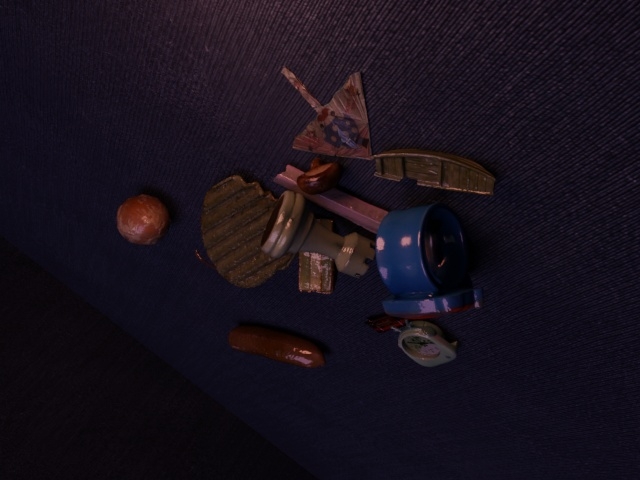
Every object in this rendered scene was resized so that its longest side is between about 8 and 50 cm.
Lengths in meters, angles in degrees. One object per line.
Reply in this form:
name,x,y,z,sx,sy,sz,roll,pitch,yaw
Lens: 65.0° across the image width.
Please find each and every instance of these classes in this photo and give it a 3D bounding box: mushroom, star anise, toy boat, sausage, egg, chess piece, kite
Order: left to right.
egg,-0.657,-0.076,1.872,0.233,0.195,0.194,-2,130,54
star anise,-0.332,0.080,1.799,0.228,0.218,0.148,-13,136,-7
sausage,-0.200,0.447,2.133,0.502,0.123,0.136,5,135,33
mushroom,-0.004,-0.169,1.319,0.127,0.127,0.087,-11,111,44
chess piece,0.000,0.000,1.418,0.299,0.194,0.194,24,145,-13
kite,0.015,-0.305,1.252,0.314,0.011,0.335,43,142,-10
toy boat,0.267,-0.163,1.175,0.293,0.055,0.093,15,137,26

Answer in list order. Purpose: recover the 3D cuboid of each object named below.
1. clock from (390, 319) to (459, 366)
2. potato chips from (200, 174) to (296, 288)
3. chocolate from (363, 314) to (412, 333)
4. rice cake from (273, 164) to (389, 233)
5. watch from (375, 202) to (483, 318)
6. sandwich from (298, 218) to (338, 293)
clock,0.329,0.321,1.624,0.211,0.066,0.159,40,138,-14
potato chips,-0.255,-0.024,1.657,0.429,0.070,0.358,-31,100,38
chocolate,0.228,0.276,1.699,0.086,0.028,0.182,36,141,-16
rice cake,0.036,-0.115,1.400,0.365,0.056,0.072,27,158,11
watch,0.286,0.042,1.263,0.242,0.305,0.274,-10,94,40
sandwich,-0.012,0.046,1.526,0.118,0.144,0.187,1,135,13
